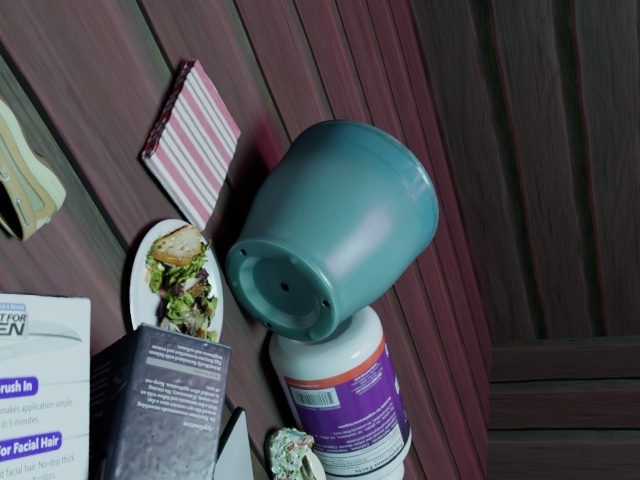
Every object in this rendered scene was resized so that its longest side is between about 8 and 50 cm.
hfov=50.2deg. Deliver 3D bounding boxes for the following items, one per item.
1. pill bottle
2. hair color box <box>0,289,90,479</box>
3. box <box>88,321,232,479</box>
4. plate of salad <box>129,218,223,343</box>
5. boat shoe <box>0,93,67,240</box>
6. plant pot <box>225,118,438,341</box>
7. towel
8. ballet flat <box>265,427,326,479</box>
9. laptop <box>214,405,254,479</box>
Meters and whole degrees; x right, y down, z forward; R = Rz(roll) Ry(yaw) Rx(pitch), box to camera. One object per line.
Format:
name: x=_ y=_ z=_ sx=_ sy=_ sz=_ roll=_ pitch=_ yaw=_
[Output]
pill bottle: x=0.043 y=0.267 z=1.115 sx=0.181 sy=0.181 sz=0.323 roll=-62 pitch=141 yaw=-55
hair color box: x=-0.260 y=0.204 z=0.469 sx=0.185 sy=0.110 sz=0.339 roll=19 pitch=68 yaw=-66
box: x=-0.164 y=0.177 z=0.623 sx=0.093 sy=0.156 sz=0.158 roll=21 pitch=60 yaw=-28
plate of salad: x=-0.162 y=0.072 z=0.834 sx=0.200 sy=0.048 sz=0.200 roll=-6 pitch=90 yaw=-69
boat shoe: x=-0.281 y=-0.072 z=0.556 sx=0.072 sy=0.068 sz=0.190 roll=-66 pitch=145 yaw=-32
plant pot: x=0.000 y=0.000 z=1.011 sx=0.255 sy=0.271 sz=0.272 roll=-49 pitch=131 yaw=-41
towel: x=-0.168 y=-0.127 z=0.906 sx=0.144 sy=0.029 sz=0.197 roll=61 pitch=34 yaw=-45
ballet flat: x=-0.022 y=0.397 z=1.057 sx=0.091 sy=0.077 sz=0.241 roll=-56 pitch=136 yaw=-60
laptop: x=-0.031 y=0.462 z=0.690 sx=0.408 sy=0.236 sz=0.382 roll=-63 pitch=154 yaw=-57
